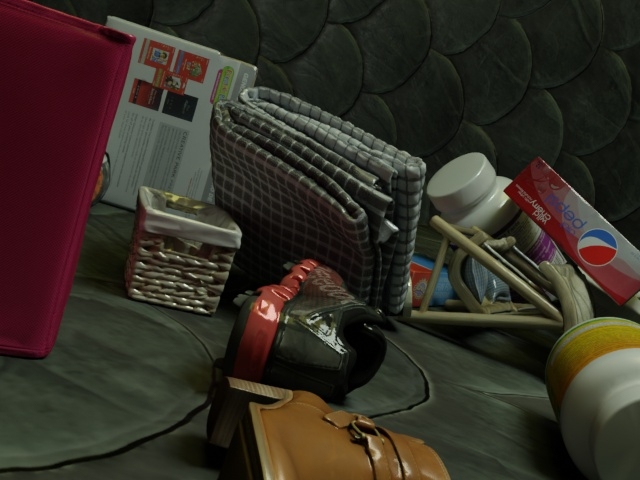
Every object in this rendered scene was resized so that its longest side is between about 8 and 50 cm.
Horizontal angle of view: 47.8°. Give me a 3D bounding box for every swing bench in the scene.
[{"bbox_3d":[0.296,0.083,1.113,0.254,0.165,0.253,21,7,25],"label":"swing bench"}]

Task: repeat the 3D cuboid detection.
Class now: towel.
[{"bbox_3d":[-0.019,-0.032,0.901,0.283,0.235,0.121,32,49,28],"label":"towel"}]

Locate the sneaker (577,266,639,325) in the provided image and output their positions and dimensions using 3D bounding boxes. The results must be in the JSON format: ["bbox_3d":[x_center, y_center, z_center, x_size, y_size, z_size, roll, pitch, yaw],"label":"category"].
[{"bbox_3d":[0.581,0.127,1.228,0.148,0.131,0.350,-20,35,-8],"label":"sneaker"}]

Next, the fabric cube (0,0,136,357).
[{"bbox_3d":[-0.314,-0.084,0.615,0.254,0.258,0.259,16,8,-18],"label":"fabric cube"}]

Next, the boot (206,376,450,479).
[{"bbox_3d":[0.012,0.145,0.440,0.152,0.073,0.197,20,10,-13],"label":"boot"}]

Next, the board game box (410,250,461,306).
[{"bbox_3d":[0.090,0.036,1.345,0.316,0.064,0.242,23,10,33],"label":"board game box"}]

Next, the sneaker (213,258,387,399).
[{"bbox_3d":[0.001,0.086,0.707,0.135,0.098,0.276,18,10,8],"label":"sneaker"}]

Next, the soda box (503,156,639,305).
[{"bbox_3d":[0.426,-0.015,1.186,0.263,0.083,0.092,48,16,19],"label":"soda box"}]

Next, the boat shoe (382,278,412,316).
[{"bbox_3d":[0.077,0.065,1.079,0.079,0.084,0.233,-6,6,-5],"label":"boat shoe"}]

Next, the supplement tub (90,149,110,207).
[{"bbox_3d":[-0.387,-0.110,1.128,0.116,0.117,0.190,15,8,-20],"label":"supplement tub"}]

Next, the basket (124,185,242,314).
[{"bbox_3d":[-0.167,0.009,0.844,0.113,0.103,0.167,15,8,-18],"label":"basket"}]

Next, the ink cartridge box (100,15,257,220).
[{"bbox_3d":[-0.276,-0.201,1.295,0.271,0.310,0.130,18,8,-3],"label":"ink cartridge box"}]

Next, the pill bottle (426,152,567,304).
[{"bbox_3d":[0.329,-0.012,1.362,0.302,0.169,0.169,51,-5,-22],"label":"pill bottle"}]

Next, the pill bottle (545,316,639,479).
[{"bbox_3d":[0.293,0.160,0.684,0.136,0.137,0.245,19,8,10],"label":"pill bottle"}]
